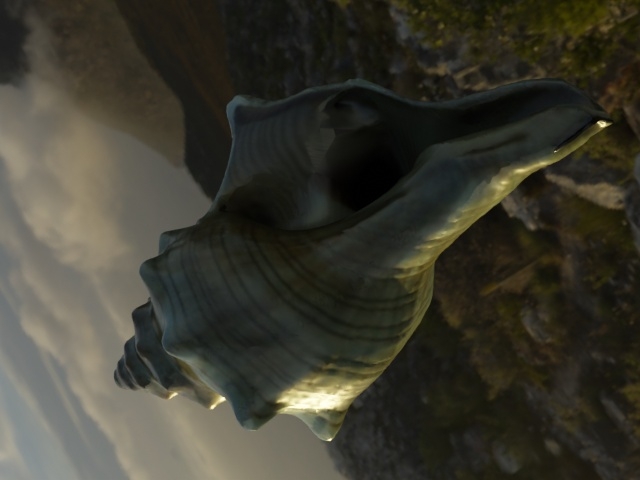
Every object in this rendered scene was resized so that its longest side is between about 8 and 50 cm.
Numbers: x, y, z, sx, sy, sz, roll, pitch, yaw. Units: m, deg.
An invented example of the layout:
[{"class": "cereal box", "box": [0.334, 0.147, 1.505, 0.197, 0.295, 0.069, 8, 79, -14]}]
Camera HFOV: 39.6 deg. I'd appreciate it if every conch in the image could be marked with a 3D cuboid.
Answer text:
[{"class": "conch", "box": [-0.003, 0.002, 0.393, 0.137, 0.234, 0.114, 49, -175, 26]}]
